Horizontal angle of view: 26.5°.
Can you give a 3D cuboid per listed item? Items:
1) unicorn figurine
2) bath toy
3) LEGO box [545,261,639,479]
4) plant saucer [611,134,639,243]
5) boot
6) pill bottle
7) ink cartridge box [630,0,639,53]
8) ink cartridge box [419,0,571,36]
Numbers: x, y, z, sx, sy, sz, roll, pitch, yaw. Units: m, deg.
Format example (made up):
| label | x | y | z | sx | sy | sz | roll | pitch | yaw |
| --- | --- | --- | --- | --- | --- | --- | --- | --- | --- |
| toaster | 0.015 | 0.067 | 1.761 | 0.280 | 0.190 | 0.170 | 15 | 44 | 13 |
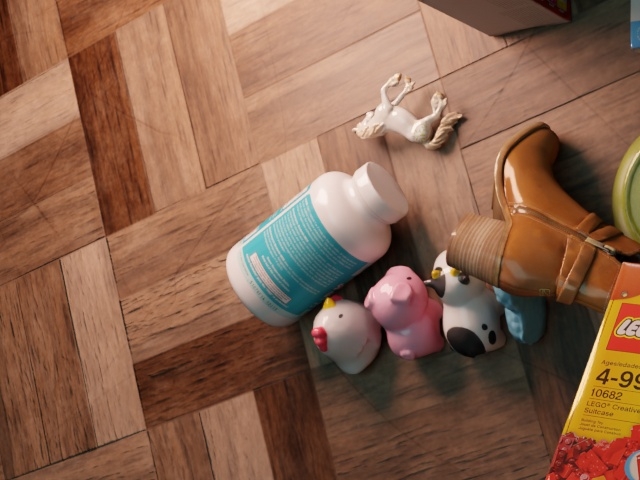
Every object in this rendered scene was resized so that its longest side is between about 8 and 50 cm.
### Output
| label | x | y | z | sx | sy | sz | roll | pitch | yaw |
| --- | --- | --- | --- | --- | --- | --- | --- | --- | --- |
| unicorn figurine | 0.114 | -0.179 | 1.951 | 0.162 | 0.060 | 0.111 | 31 | 102 | 32 |
| bath toy | 0.129 | 0.098 | 1.872 | 0.348 | 0.129 | 0.151 | -14 | 77 | 32 |
| LEGO box | 0.531 | 0.245 | 1.460 | 0.500 | 0.193 | 0.373 | 6 | 57 | 34 |
| plant saucer | 0.475 | -0.055 | 1.714 | 0.241 | 0.037 | 0.241 | -4 | 83 | 34 |
| boot | 0.312 | -0.030 | 1.729 | 0.220 | 0.283 | 0.109 | 18 | 134 | 22 |
| pill bottle | 0.000 | 0.000 | 1.956 | 0.264 | 0.146 | 0.146 | -38 | 66 | 25 |
| ink cartridge box | 0.455 | -0.333 | 1.742 | 0.104 | 0.060 | 0.180 | -3 | 83 | 34 |
| ink cartridge box | 0.203 | -0.438 | 1.770 | 0.130 | 0.309 | 0.272 | -6 | 82 | 33 |
